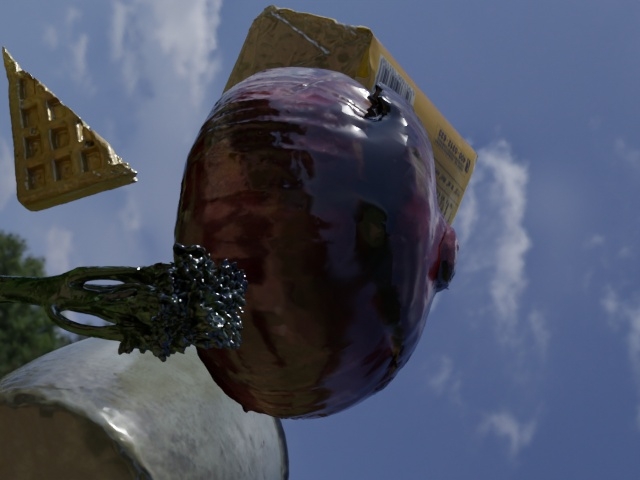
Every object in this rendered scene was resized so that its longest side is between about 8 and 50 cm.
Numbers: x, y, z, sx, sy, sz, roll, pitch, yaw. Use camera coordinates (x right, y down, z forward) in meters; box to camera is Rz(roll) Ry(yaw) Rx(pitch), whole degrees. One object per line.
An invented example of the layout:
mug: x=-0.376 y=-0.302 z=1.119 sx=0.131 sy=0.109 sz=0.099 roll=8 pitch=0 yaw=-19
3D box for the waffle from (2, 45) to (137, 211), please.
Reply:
waffle: x=-0.244 y=-0.127 z=0.956 sx=0.032 sy=0.125 sz=0.190 roll=55 pitch=21 yaw=-64

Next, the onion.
onion: x=0.000 y=0.000 z=0.683 sx=0.190 sy=0.246 sz=0.246 roll=6 pitch=-57 yaw=10

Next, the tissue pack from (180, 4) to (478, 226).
tissue pack: x=0.027 y=-0.100 z=1.388 sx=0.228 sy=0.382 sz=0.293 roll=16 pitch=-102 yaw=36

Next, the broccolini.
broccolini: x=-0.125 y=0.041 z=0.544 sx=0.201 sy=0.074 sz=0.058 roll=-9 pitch=-110 yaw=35

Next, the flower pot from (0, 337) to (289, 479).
flower pot: x=-0.199 y=0.220 z=0.874 sx=0.293 sy=0.294 sz=0.330 roll=65 pitch=5 yaw=8
